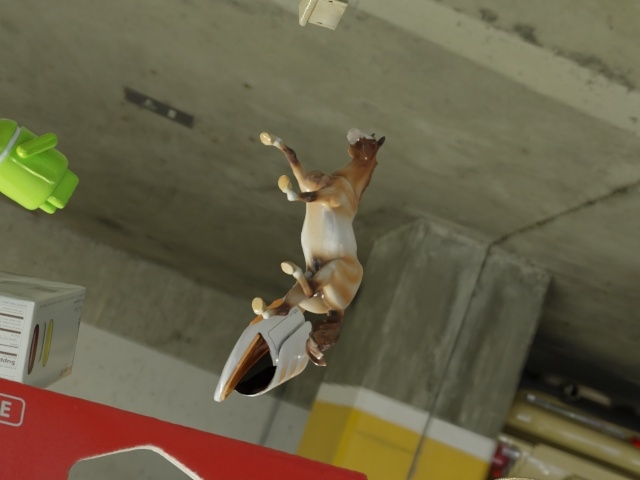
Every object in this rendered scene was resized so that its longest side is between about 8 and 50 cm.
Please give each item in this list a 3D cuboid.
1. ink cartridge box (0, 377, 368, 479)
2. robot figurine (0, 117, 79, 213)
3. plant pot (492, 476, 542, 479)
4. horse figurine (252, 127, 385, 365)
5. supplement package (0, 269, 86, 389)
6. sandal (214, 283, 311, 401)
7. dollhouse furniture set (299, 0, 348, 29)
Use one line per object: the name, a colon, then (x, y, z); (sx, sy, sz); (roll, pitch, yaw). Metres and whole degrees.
ink cartridge box: (-0.075, 0.194, 0.453); (0.296, 0.261, 0.066); (21, 145, -29)
robot figurine: (-0.303, -0.077, 1.029); (0.115, 0.067, 0.101); (37, 150, -25)
plant pot: (0.203, 0.326, 0.906); (0.032, 0.236, 0.236); (-3, -170, -44)
horse figurine: (0.000, 0.000, 1.062); (0.066, 0.263, 0.174); (-5, 169, 32)
supplement package: (-0.479, 0.127, 1.469); (0.204, 0.145, 0.262); (11, -178, 2)
sandal: (-0.039, 0.121, 1.281); (0.076, 0.265, 0.102); (33, 127, 10)
dollhouse furniture set: (-0.004, -0.379, 1.226); (0.101, 0.182, 0.161); (13, 138, -18)
